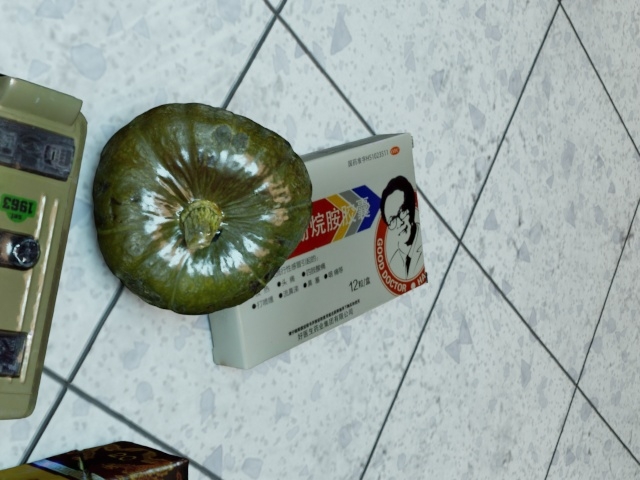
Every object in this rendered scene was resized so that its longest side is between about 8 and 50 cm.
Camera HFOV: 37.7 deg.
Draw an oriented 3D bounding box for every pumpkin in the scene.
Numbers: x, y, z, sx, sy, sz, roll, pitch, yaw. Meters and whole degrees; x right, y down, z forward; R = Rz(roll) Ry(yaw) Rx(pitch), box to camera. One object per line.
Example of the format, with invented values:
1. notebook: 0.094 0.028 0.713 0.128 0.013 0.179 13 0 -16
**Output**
1. pumpkin: -0.123 -0.028 0.923 0.219 0.162 0.219 -2 105 -6

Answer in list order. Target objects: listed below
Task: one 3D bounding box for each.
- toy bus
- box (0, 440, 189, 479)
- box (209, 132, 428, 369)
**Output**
1. toy bus: -0.289 -0.003 0.770 0.139 0.157 0.290 17 81 -48
2. box: -0.301 0.346 0.820 0.415 0.115 0.264 -2 94 -47
3. box: 0.000 0.000 1.163 0.353 0.069 0.214 -22 109 -47
